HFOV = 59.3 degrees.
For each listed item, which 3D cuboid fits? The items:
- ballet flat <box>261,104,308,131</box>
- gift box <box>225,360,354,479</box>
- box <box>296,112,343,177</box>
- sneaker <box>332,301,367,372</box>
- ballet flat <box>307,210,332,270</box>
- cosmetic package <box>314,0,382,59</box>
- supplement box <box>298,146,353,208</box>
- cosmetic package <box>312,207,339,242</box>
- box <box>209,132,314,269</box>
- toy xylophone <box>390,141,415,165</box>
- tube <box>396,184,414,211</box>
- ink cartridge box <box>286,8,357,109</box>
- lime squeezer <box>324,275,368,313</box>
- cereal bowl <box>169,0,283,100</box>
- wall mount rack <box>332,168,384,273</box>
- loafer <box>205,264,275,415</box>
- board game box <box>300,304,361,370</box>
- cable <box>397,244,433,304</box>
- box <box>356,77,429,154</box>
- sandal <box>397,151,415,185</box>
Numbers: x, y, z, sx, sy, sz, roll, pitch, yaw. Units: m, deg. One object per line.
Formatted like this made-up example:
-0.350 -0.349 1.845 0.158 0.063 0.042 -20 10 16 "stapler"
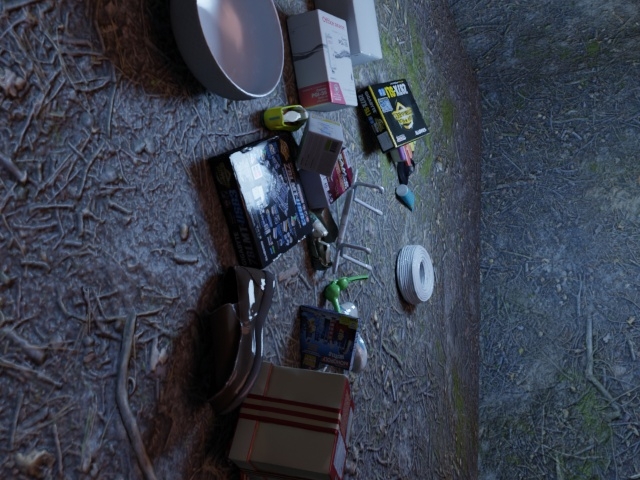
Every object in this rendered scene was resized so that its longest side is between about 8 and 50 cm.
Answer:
-0.082 -0.354 1.619 0.231 0.077 0.077 -28 108 -60 "ballet flat"
-0.070 0.453 1.312 0.276 0.258 0.255 81 19 -50 "gift box"
-0.002 -0.277 1.614 0.203 0.103 0.114 -90 -162 -63 "box"
0.083 0.318 1.800 0.092 0.087 0.229 -16 92 -54 "sneaker"
0.000 0.000 1.709 0.070 0.070 0.189 -35 115 -58 "ballet flat"
0.088 -0.803 1.941 0.197 0.155 0.366 -16 99 -61 "cosmetic package"
0.026 -0.202 1.795 0.239 0.073 0.130 -47 125 -56 "supplement box"
0.015 -0.053 1.778 0.115 0.041 0.060 65 32 -31 "cosmetic package"
-0.141 -0.109 1.467 0.293 0.073 0.296 -42 121 -58 "box"
0.350 -0.480 2.443 0.236 0.081 0.323 62 35 -34 "toy xylophone"
0.388 -0.194 2.501 0.207 0.052 0.080 28 70 -64 "tube"
0.009 -0.563 1.785 0.207 0.117 0.283 -19 102 -61 "ink cartridge box"
0.076 0.161 1.795 0.310 0.109 0.059 -56 169 -57 "lime squeezer"
-0.229 -0.485 1.304 0.339 0.141 0.339 19 68 -59 "cereal bowl"
0.131 -0.041 1.826 0.304 0.130 0.350 80 23 -78 "wall mount rack"
-0.205 0.209 1.261 0.130 0.133 0.366 30 44 -25 "loafer"
0.018 0.298 1.605 0.060 0.194 0.194 13 87 -59 "board game box"
0.408 0.148 2.418 0.257 0.089 0.257 -52 129 -52 "cable"
0.295 -0.503 2.245 0.322 0.079 0.257 -29 93 -51 "box"
0.396 -0.361 2.530 0.097 0.054 0.255 52 41 -44 "sandal"
